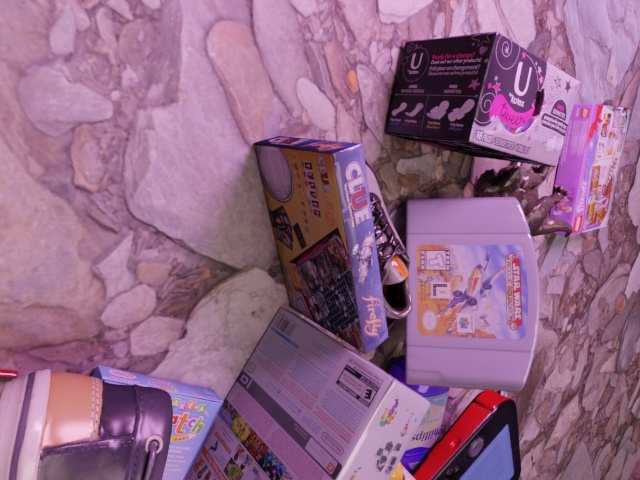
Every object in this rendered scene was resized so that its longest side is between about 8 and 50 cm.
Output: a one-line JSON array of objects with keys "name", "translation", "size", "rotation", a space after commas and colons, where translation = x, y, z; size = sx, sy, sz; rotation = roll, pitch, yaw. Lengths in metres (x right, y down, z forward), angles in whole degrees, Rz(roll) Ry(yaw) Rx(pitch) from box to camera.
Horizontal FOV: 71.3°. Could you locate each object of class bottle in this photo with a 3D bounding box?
[{"name": "bottle", "translation": [0.161, 0.360, 0.824], "size": [0.118, 0.092, 0.283], "rotation": [3, 102, -35]}]

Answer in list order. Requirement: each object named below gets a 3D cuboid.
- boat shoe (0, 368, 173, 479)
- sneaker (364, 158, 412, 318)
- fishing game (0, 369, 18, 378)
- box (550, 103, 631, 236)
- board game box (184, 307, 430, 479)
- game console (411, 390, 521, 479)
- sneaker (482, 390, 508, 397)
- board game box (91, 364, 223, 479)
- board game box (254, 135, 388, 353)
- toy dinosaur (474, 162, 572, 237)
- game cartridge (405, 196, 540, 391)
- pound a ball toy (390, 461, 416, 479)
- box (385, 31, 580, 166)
[{"name": "boat shoe", "translation": [-0.231, 0.364, 0.424], "size": [0.155, 0.186, 0.501], "rotation": [5, 97, -31]}, {"name": "sneaker", "translation": [0.078, -0.002, 0.647], "size": [0.100, 0.108, 0.272], "rotation": [-32, 119, -24]}, {"name": "fishing game", "translation": [-0.396, 0.234, 0.397], "size": [0.189, 0.041, 0.264], "rotation": [23, 89, -42]}, {"name": "box", "translation": [0.634, -0.167, 1.053], "size": [0.200, 0.057, 0.294], "rotation": [-9, 109, -36]}, {"name": "board game box", "translation": [-0.040, 0.269, 0.561], "size": [0.097, 0.224, 0.303], "rotation": [39, 79, -39]}, {"name": "game console", "translation": [0.274, 0.502, 0.873], "size": [0.342, 0.060, 0.387], "rotation": [-40, 130, -23]}, {"name": "sneaker", "translation": [0.377, 0.391, 1.032], "size": [0.161, 0.057, 0.075], "rotation": [-23, 100, -29]}, {"name": "board game box", "translation": [-0.234, 0.267, 0.530], "size": [0.160, 0.039, 0.212], "rotation": [30, 86, -38]}, {"name": "board game box", "translation": [0.000, 0.000, 0.550], "size": [0.042, 0.165, 0.243], "rotation": [-25, 118, -30]}, {"name": "toy dinosaur", "translation": [0.401, -0.080, 0.885], "size": [0.160, 0.121, 0.313], "rotation": [-50, 132, 0]}, {"name": "game cartridge", "translation": [0.232, 0.078, 0.697], "size": [0.062, 0.198, 0.298], "rotation": [23, 67, -71]}, {"name": "pound a ball toy", "translation": [0.090, 0.345, 0.631], "size": [0.208, 0.319, 0.136], "rotation": [16, 97, -31]}, {"name": "box", "translation": [0.252, -0.206, 0.681], "size": [0.247, 0.163, 0.142], "rotation": [1, 104, -38]}]
